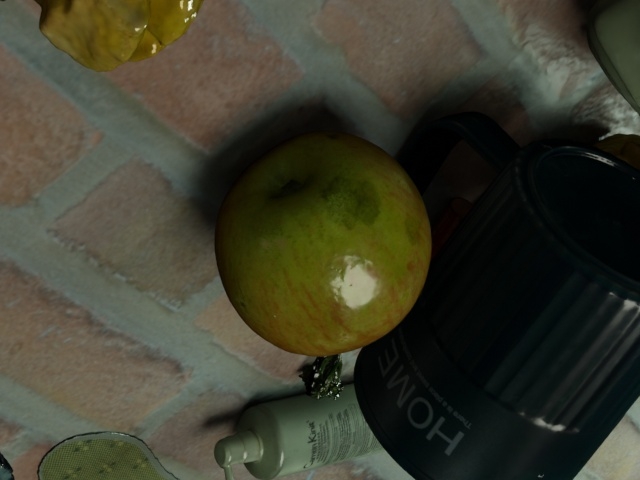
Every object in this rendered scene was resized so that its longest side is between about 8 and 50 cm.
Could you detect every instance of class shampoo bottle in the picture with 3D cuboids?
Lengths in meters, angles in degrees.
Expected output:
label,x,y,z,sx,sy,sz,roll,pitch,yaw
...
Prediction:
label,x,y,z,sx,sy,sz,roll,pitch,yaw
shampoo bottle,-0.008,0.212,1.967,0.262,0.085,0.085,-8,142,-39

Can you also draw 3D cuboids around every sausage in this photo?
label,x,y,z,sx,sy,sz,roll,pitch,yaw
sausage,0.121,0.011,1.854,0.034,0.034,0.129,-8,142,-41

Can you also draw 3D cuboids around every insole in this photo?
label,x,y,z,sx,sy,sz,roll,pitch,yaw
insole,-0.214,0.264,1.907,0.109,0.007,0.322,-36,151,2

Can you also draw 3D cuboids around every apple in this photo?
label,x,y,z,sx,sy,sz,roll,pitch,yaw
apple,0.000,0.000,1.549,0.196,0.196,0.196,-26,150,-16

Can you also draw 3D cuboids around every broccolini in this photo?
label,x,y,z,sx,sy,sz,roll,pitch,yaw
broccolini,0.027,0.094,1.874,0.044,0.042,0.218,-15,144,-34

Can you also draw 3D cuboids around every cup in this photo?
label,x,y,z,sx,sy,sz,roll,pitch,yaw
cup,0.197,0.057,1.683,0.242,0.308,0.292,10,131,-30

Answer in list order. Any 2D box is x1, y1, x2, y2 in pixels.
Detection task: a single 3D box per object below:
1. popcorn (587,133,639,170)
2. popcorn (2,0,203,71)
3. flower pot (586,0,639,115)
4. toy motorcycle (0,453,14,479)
label,x,y,z,sx,sy,sz,roll,pitch,yaw
popcorn,0.314,0.001,1.860,0.250,0.190,0.250,-43,149,-34
popcorn,-0.135,-0.193,1.157,0.152,0.167,0.148,-2,173,-13
flower pot,0.390,-0.147,1.678,0.164,0.254,0.367,-43,149,14
toy motorcycle,-0.387,0.331,1.651,0.237,0.169,0.410,-23,149,-19
